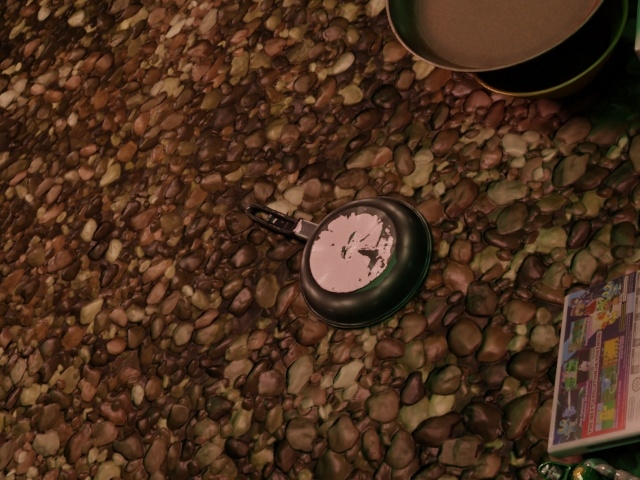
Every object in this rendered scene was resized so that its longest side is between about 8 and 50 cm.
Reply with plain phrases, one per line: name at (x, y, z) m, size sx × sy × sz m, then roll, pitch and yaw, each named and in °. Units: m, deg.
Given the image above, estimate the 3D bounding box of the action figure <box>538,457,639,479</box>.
action figure at (0.314, 0.280, 1.078) m, size 0.232 × 0.063 × 0.137 m, roll 23°, pitch 79°, yaw 45°

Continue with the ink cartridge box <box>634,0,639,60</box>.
ink cartridge box at (0.478, -0.301, 1.331) m, size 0.148 × 0.086 × 0.203 m, roll -5°, pitch 59°, yaw 32°

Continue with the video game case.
video game case at (0.325, 0.122, 1.139) m, size 0.183 × 0.023 × 0.201 m, roll -27°, pitch 40°, yaw 47°

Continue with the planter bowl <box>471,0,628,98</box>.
planter bowl at (0.306, -0.253, 1.411) m, size 0.217 × 0.090 × 0.217 m, roll -17°, pitch 52°, yaw 24°

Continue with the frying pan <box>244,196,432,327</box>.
frying pan at (0.024, -0.018, 1.480) m, size 0.197 × 0.053 × 0.326 m, roll -40°, pitch 50°, yaw 4°

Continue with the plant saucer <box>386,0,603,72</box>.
plant saucer at (0.238, -0.340, 1.401) m, size 0.311 × 0.050 × 0.310 m, roll -12°, pitch 61°, yaw 22°
